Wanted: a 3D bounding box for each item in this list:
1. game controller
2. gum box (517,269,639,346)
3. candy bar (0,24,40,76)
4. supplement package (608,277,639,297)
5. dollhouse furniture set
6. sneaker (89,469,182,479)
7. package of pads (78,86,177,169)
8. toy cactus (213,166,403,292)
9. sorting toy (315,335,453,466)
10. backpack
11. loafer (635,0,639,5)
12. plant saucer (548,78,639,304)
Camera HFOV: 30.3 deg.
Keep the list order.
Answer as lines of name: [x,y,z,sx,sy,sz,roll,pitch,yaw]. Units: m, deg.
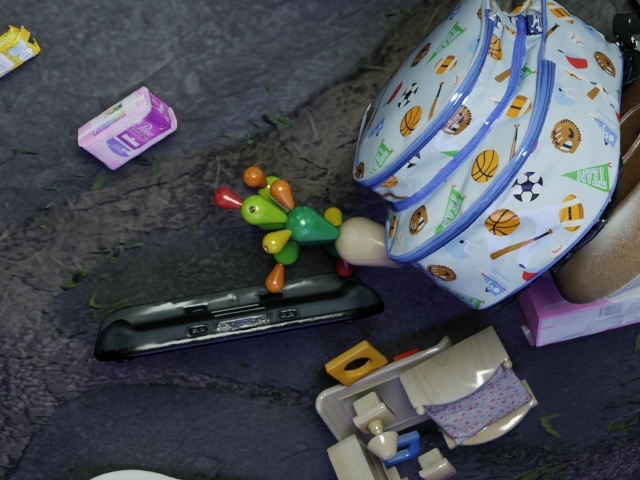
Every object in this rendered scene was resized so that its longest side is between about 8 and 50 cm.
game controller: [-0.091,0.092,1.312,0.319,0.166,0.067,-10,99,-8]
gum box: [0.334,0.048,1.427,0.188,0.107,0.062,-13,143,-4]
candy bar: [-0.315,-0.139,1.032,0.161,0.018,0.040,-28,144,15]
supplement package: [0.378,-0.032,1.343,0.179,0.105,0.105,-27,141,13]
dollhouse furniture set: [0.214,0.287,1.573,0.355,0.174,0.303,-30,144,8]
sneaker: [-0.245,0.446,1.698,0.322,0.130,0.236,9,132,-37]
package of pads: [-0.182,-0.104,1.113,0.083,0.032,0.050,-30,143,17]
toy cactus: [0.000,0.000,1.213,0.180,0.112,0.219,14,165,29]
sorting toy: [0.097,0.201,1.586,0.196,0.047,0.348,-26,145,2]
backpack: [0.157,-0.080,1.077,0.213,0.263,0.276,23,130,-19]
loafer: [0.379,-0.247,1.113,0.170,0.062,0.061,-3,136,-18]
plant saucer: [0.299,-0.084,1.104,0.050,0.311,0.311,32,128,-7]
